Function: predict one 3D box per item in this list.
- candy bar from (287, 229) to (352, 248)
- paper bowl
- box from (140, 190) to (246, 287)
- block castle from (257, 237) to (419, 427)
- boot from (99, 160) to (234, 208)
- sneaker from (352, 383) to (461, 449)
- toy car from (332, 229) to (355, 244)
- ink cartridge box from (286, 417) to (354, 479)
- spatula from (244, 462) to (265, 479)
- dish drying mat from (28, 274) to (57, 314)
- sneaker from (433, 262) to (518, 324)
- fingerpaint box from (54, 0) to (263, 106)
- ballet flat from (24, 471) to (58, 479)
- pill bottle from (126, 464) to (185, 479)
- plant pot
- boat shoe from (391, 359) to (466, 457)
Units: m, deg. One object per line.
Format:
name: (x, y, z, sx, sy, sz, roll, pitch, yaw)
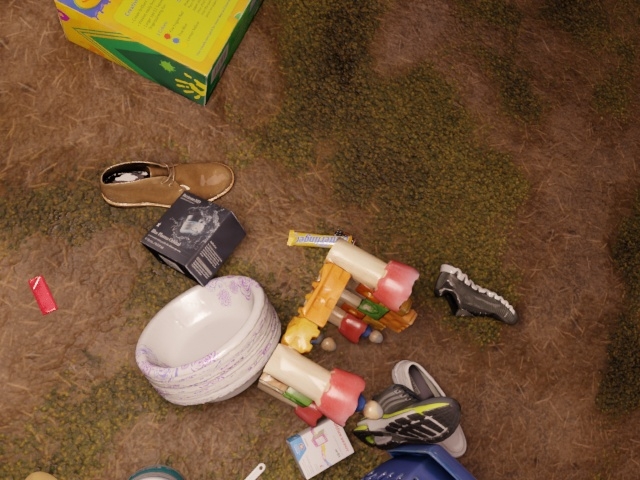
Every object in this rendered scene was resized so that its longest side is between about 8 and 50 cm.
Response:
candy bar: (0.000, 0.000, 1.332, 0.162, 0.018, 0.040, 5, 72, 11)
paper bowl: (-0.217, 0.213, 1.123, 0.284, 0.284, 0.148, -38, 122, -20)
box: (-0.280, -0.007, 1.212, 0.156, 0.093, 0.158, 23, 66, 31)
block castle: (0.038, 0.207, 1.085, 0.213, 0.453, 0.303, 29, 70, 3)
boot: (-0.346, -0.136, 1.256, 0.306, 0.115, 0.112, -8, 76, -17)
sneaker: (0.179, 0.359, 1.166, 0.111, 0.300, 0.121, 35, 52, -18)
toy car: (0.049, 0.037, 1.352, 0.060, 0.040, 0.122, 13, 86, 14)
ink cartridge box: (-0.001, 0.456, 1.214, 0.123, 0.052, 0.088, -24, 82, -20)
spatula: (-0.166, 0.605, 1.152, 0.242, 0.019, 0.168, -43, 87, -20)
dish drying mat: (-0.600, 0.118, 1.182, 0.032, 0.008, 0.083, -26, 83, -19)
sneaker: (0.381, 0.160, 1.376, 0.234, 0.078, 0.106, 34, 73, 1)
fingerpaint box: (-0.357, -0.617, 1.355, 0.371, 0.163, 0.444, 25, 71, -7)
ballet flat: (-0.505, 0.553, 1.055, 0.080, 0.073, 0.232, -31, 84, -19)
pill bottle: (-0.314, 0.507, 1.012, 0.146, 0.264, 0.146, 3, 75, -12)
plant pot: (0.212, 0.563, 1.148, 0.236, 0.236, 0.212, 43, 63, 0)
boat shoe: (0.259, 0.396, 1.275, 0.095, 0.084, 0.258, -36, 86, -20)
